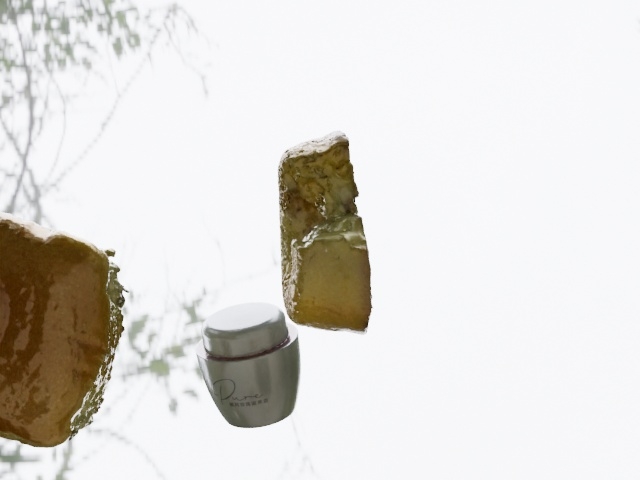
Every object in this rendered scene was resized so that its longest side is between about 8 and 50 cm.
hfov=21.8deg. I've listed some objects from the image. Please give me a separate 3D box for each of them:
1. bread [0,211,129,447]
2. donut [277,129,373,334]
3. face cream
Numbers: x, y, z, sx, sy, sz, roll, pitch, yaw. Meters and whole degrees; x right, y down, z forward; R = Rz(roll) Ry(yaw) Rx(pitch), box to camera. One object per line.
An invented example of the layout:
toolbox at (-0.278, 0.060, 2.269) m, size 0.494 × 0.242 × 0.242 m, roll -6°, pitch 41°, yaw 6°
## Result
bread at (-0.270, 0.062, 1.259) m, size 0.245 × 0.121 × 0.174 m, roll 12°, pitch -104°, yaw 11°
donut at (0.000, 0.000, 0.863) m, size 0.043 × 0.108 × 0.097 m, roll -4°, pitch -33°, yaw -5°
face cream at (-0.060, 0.108, 1.451) m, size 0.091 × 0.091 × 0.095 m, roll -12°, pitch -71°, yaw -5°
